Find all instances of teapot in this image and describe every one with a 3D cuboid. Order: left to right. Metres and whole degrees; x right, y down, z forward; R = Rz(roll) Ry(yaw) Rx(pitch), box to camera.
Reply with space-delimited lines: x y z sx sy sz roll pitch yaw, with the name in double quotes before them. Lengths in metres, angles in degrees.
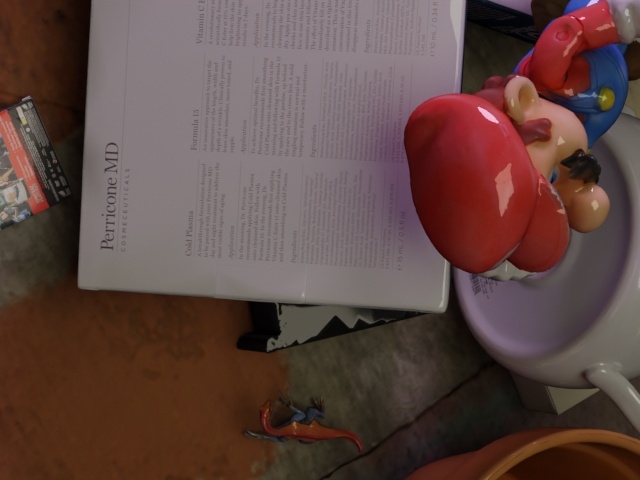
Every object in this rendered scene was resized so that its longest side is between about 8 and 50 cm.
"teapot" 0.250 0.018 1.587 0.187 0.252 0.256 14 98 -39

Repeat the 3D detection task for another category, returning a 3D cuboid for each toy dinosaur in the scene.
"toy dinosaur" -0.016 0.149 1.548 0.082 0.090 0.047 -10 112 -69

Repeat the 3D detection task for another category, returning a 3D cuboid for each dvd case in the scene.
"dvd case" -0.260 -0.049 1.456 0.119 0.013 0.087 -28 103 -23

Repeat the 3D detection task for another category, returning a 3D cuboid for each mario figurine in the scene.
"mario figurine" 0.190 -0.080 1.360 0.320 0.170 0.198 -51 133 -37

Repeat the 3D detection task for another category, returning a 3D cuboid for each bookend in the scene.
"bookend" 0.000 0.000 1.549 0.157 0.072 0.156 -13 94 -21

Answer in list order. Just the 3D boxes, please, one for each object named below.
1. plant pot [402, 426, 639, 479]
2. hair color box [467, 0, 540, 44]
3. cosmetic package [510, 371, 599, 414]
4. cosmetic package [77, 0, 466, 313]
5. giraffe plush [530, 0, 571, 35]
"plant pot" 0.162 0.289 1.564 0.290 0.203 0.291 -1 93 -25
"hair color box" 0.158 -0.272 1.597 0.347 0.105 0.174 16 86 -25
"cosmetic package" 0.233 0.109 1.671 0.115 0.060 0.041 -28 102 -24
"cosmetic package" -0.031 -0.143 1.436 0.284 0.097 0.377 4 94 5
"giraffe plush" 0.290 -0.237 1.524 0.210 0.181 0.170 35 50 6
